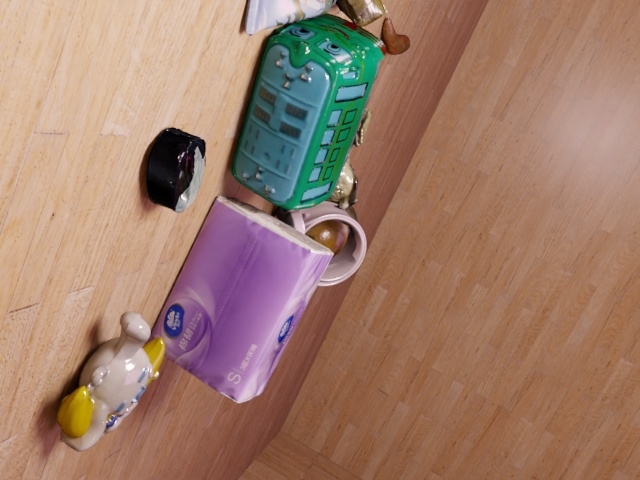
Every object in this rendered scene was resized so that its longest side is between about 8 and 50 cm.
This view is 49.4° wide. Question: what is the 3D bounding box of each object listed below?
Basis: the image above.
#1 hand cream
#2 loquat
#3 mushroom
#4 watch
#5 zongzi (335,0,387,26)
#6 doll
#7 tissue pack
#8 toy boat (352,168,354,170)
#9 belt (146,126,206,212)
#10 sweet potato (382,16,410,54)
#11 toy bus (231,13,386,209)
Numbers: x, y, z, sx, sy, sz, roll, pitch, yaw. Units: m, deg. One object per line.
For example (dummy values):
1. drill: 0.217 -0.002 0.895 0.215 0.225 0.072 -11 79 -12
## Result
1. hand cream: -0.050 -0.400 1.172 0.256 0.055 0.088 -33 145 -54
2. loquat: 0.012 -0.029 1.975 0.227 0.179 0.179 -42 157 -49
3. mushroom: 0.031 -0.245 1.482 0.247 0.129 0.345 -151 -111 -74
4. watch: 0.000 0.000 1.764 0.196 0.231 0.244 -123 -152 -58
5. zongzi: 0.040 -0.505 1.313 0.084 0.184 0.187 -33 -153 5
6. doll: -0.347 0.240 1.174 0.252 0.111 0.237 -52 166 -6
7. tissue pack: -0.157 0.108 1.370 0.339 0.242 0.160 -64 165 6
8. toy boat: 0.052 -0.177 1.971 0.097 0.100 0.223 -55 172 12
9. belt: -0.221 -0.108 1.060 0.105 0.058 0.140 -58 166 -48
10. sweet potato: 0.209 -0.551 1.920 0.255 0.058 0.078 -16 116 -71
11. toy bus: -0.035 -0.230 1.285 0.199 0.183 0.344 -34 149 -54
